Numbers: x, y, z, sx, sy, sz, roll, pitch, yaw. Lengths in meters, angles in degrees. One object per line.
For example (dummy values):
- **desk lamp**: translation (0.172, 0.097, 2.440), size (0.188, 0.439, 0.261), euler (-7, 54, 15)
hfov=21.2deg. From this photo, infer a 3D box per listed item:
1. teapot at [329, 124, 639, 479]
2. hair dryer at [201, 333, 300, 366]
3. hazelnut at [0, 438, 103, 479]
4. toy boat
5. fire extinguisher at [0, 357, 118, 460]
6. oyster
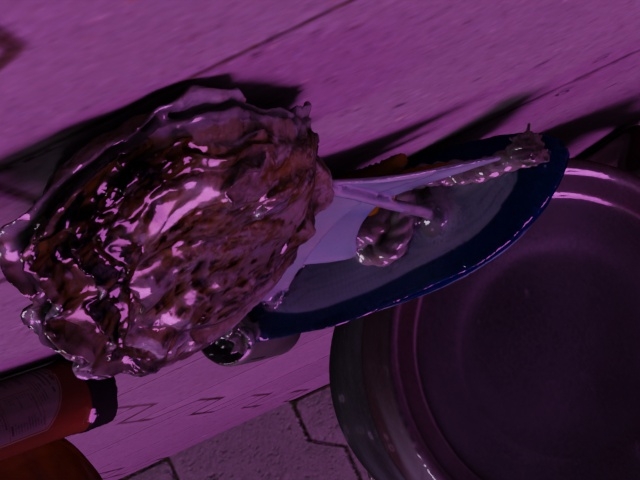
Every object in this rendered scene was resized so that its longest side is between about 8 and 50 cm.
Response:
- **teapot**: translation (0.137, 0.051, 1.155), size (0.315, 0.233, 0.312), euler (-53, -173, -14)
- **hair dryer**: translation (-0.007, 0.030, 1.100), size (0.150, 0.047, 0.071), euler (-34, 171, 24)
- **hazelnut**: translation (-0.228, 0.204, 1.152), size (0.182, 0.182, 0.182), euler (-24, 173, -3)
- **toy boat**: translation (0.000, 0.000, 0.822), size (0.220, 0.067, 0.291), euler (-26, 170, 22)
- **fire extinguisher**: translation (-0.202, 0.109, 1.005), size (0.062, 0.050, 0.177), euler (21, -154, 40)
- **oyster**: translation (-0.050, -0.008, 0.613), size (0.125, 0.064, 0.177), euler (-39, 162, 2)
